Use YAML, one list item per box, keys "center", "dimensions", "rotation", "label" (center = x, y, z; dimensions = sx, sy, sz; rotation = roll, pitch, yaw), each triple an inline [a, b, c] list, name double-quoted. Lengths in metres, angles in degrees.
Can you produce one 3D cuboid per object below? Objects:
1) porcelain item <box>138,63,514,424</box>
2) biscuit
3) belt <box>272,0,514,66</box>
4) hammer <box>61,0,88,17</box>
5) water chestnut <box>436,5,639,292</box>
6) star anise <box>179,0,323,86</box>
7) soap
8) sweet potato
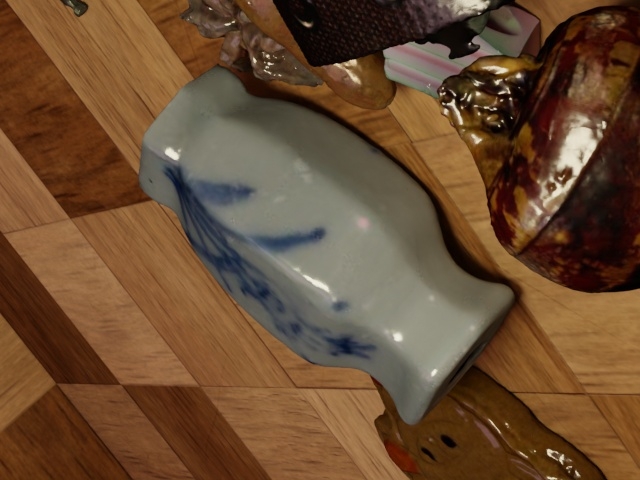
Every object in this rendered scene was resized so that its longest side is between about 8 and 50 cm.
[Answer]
- center: [0.000, 0.000, 1.821]
  dimensions: [0.405, 0.178, 0.242]
  rotation: [41, 157, 11]
  label: "porcelain item"
- center: [0.192, 0.265, 2.060]
  dimensions: [0.381, 0.074, 0.359]
  rotation: [45, 154, -1]
  label: "biscuit"
- center: [0.077, -0.218, 1.356]
  dimensions: [0.289, 0.184, 0.164]
  rotation: [-3, 117, 61]
  label: "belt"
- center: [-0.295, -0.331, 2.009]
  dimensions: [0.062, 0.017, 0.182]
  rotation: [42, 154, 12]
  label: "hammer"
- center: [0.203, -0.081, 1.312]
  dimensions: [0.238, 0.223, 0.223]
  rotation: [24, 154, 0]
  label: "water chestnut"
- center: [-0.078, -0.224, 1.752]
  dimensions: [0.182, 0.065, 0.195]
  rotation: [32, 149, 32]
  label: "star anise"
- center: [0.125, -0.167, 1.499]
  dimensions: [0.149, 0.056, 0.100]
  rotation: [26, 145, 30]
  label: "soap"
- center: [-0.053, -0.261, 1.615]
  dimensions: [0.354, 0.106, 0.095]
  rotation: [40, 146, -14]
  label: "sweet potato"
